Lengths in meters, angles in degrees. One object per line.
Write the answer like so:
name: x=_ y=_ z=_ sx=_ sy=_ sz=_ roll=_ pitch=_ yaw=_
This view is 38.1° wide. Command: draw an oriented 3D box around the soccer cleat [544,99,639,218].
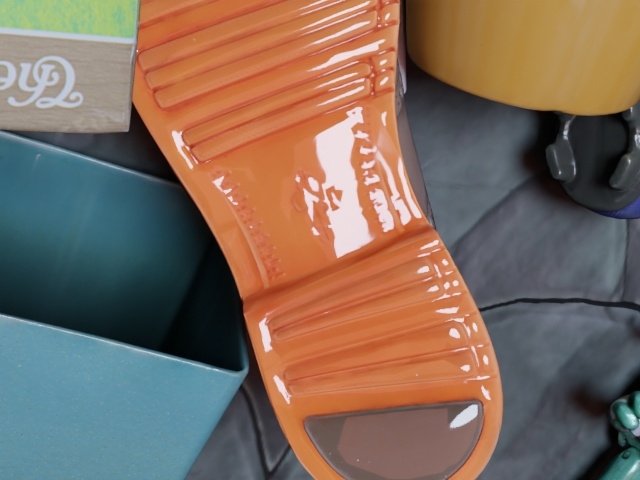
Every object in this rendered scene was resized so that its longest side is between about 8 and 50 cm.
soccer cleat: x=0.214 y=-0.156 z=0.581 sx=0.121 sy=0.093 sz=0.289 roll=0 pitch=104 yaw=-46

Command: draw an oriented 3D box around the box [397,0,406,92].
box: x=0.003 y=-0.238 z=0.500 sx=0.067 sy=0.063 sz=0.324 roll=-8 pitch=108 yaw=-12

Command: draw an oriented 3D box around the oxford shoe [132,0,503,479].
oxford shoe: x=-0.015 y=-0.054 z=0.463 sx=0.130 sy=0.133 sz=0.363 roll=-15 pitch=90 yaw=1

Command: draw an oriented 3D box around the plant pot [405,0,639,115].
plant pot: x=0.123 y=-0.172 z=0.462 sx=0.205 sy=0.205 sz=0.188 roll=2 pitch=118 yaw=-15

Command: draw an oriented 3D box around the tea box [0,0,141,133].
tea box: x=-0.242 y=-0.217 z=0.329 sx=0.329 sy=0.220 sz=0.323 roll=-2 pitch=109 yaw=-29

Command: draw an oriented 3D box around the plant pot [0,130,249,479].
plant pot: x=-0.162 y=0.089 z=0.504 sx=0.165 sy=0.165 sz=0.234 roll=17 pitch=118 yaw=-18

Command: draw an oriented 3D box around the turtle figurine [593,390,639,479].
turtle figurine: x=0.260 y=0.153 z=0.655 sx=0.175 sy=0.118 sz=0.234 roll=25 pitch=115 yaw=-5
